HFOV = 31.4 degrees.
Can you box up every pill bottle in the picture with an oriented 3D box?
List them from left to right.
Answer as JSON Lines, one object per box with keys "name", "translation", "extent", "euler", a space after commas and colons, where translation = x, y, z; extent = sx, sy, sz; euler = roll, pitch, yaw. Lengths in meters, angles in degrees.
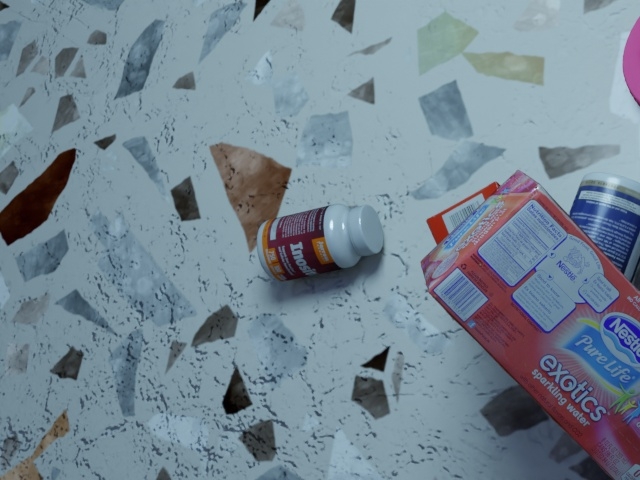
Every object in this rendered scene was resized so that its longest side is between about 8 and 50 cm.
{"name": "pill bottle", "translation": [0.000, 0.000, 1.486], "extent": [0.152, 0.086, 0.086], "euler": [-13, 65, 27]}
{"name": "pill bottle", "translation": [0.313, 0.016, 1.285], "extent": [0.094, 0.094, 0.169], "euler": [17, 81, 35]}

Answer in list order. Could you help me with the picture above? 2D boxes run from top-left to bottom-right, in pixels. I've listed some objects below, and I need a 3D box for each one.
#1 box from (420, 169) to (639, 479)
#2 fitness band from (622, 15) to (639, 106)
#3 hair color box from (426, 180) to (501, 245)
{"name": "box", "translation": [0.259, 0.088, 1.167], "extent": [0.300, 0.142, 0.154], "euler": [44, 99, -6]}
{"name": "fitness band", "translation": [0.488, -0.213, 1.293], "extent": [0.291, 0.054, 0.209], "euler": [14, 80, 35]}
{"name": "hair color box", "translation": [0.202, -0.001, 1.313], "extent": [0.093, 0.167, 0.053], "euler": [-30, 59, 18]}
